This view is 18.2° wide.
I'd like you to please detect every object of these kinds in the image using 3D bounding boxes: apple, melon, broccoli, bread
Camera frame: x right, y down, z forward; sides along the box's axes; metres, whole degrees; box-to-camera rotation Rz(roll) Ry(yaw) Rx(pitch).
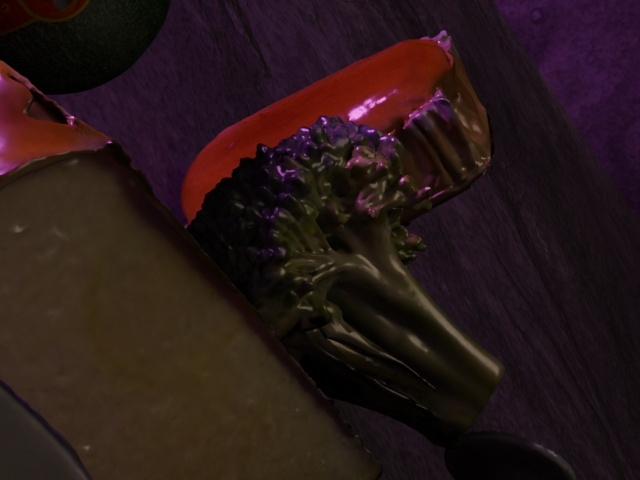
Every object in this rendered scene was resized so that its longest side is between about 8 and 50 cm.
[{"bbox_3d":[-0.119,0.049,1.133,0.346,0.179,0.254,49,34,-36],"label":"apple"},{"bbox_3d":[-0.205,-0.209,1.260,0.287,0.182,0.182,47,23,-43],"label":"melon"},{"bbox_3d":[0.005,0.059,1.384,0.243,0.263,0.247,33,42,-1],"label":"broccoli"},{"bbox_3d":[0.008,-0.061,1.536,0.107,0.241,0.136,56,19,-25],"label":"bread"}]

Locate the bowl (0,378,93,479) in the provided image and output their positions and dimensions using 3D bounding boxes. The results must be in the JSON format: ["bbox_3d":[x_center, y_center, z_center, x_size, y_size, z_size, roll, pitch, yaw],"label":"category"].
[{"bbox_3d":[-0.168,0.199,0.762,0.307,0.163,0.307,56,11,-17],"label":"bowl"}]

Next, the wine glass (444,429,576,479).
[{"bbox_3d":[0.079,0.327,1.404,0.264,0.096,0.309,108,1,-57],"label":"wine glass"}]
